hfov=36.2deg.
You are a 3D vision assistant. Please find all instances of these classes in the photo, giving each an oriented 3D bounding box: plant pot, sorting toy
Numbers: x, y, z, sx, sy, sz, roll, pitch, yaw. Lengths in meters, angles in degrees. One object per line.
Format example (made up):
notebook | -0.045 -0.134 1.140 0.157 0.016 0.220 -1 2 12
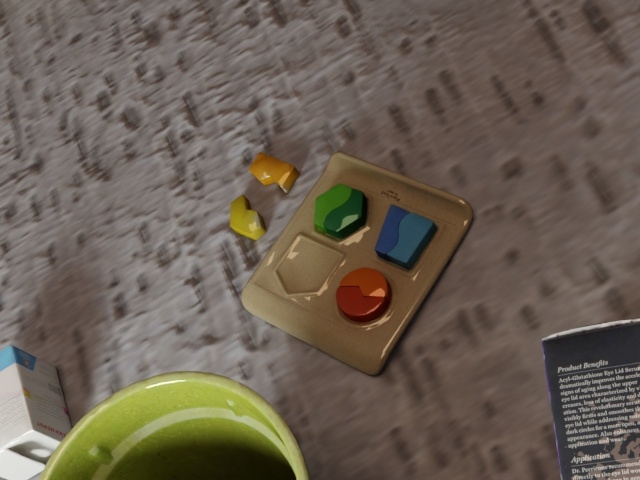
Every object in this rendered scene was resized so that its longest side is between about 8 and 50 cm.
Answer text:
plant pot | -0.094 0.298 0.924 0.276 0.254 0.276 -10 58 17
sorting toy | 0.000 0.000 1.168 0.307 0.041 0.229 24 76 32

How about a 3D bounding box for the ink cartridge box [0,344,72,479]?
ink cartridge box | -0.368 0.220 1.192 0.090 0.092 0.143 -31 55 8

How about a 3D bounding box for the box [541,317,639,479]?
box | 0.276 0.194 0.873 0.108 0.153 0.207 -13 59 19
